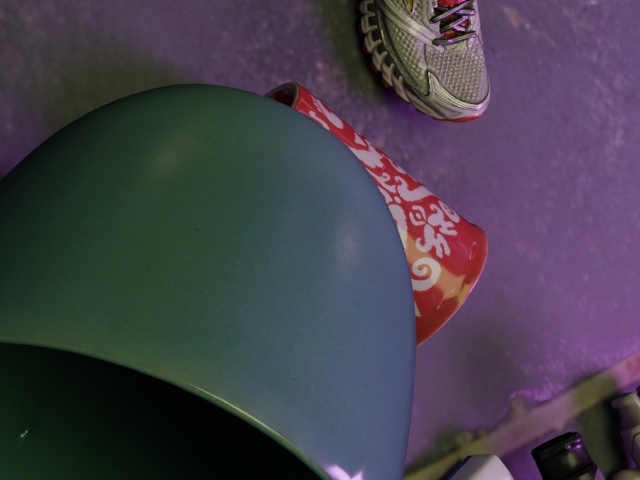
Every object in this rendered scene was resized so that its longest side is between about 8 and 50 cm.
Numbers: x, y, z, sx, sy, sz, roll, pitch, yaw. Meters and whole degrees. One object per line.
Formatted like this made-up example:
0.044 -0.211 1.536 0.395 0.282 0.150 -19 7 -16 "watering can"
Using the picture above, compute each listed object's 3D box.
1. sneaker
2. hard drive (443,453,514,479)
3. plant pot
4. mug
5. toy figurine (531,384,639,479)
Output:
0.075 -0.193 1.180 0.088 0.092 0.225 -21 96 -38 "sneaker"
0.066 0.325 1.119 0.318 0.040 0.210 -40 107 -34 "hard drive"
-0.078 0.056 0.913 0.293 0.293 0.235 41 47 -25 "plant pot"
0.007 -0.004 1.088 0.169 0.113 0.150 42 58 -21 "mug"
0.283 0.171 1.195 0.213 0.209 0.148 -21 83 -51 "toy figurine"
